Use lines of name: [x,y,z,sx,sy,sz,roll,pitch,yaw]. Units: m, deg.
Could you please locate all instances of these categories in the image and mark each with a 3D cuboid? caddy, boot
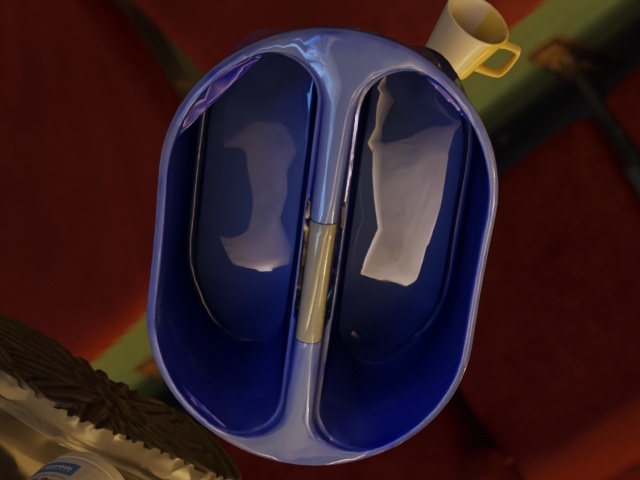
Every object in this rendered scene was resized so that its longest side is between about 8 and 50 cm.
caddy: [0.000,0.000,1.142,0.241,0.341,0.179,7,-158,0]
boot: [-0.327,0.302,1.348,0.445,0.146,0.367,-49,129,6]

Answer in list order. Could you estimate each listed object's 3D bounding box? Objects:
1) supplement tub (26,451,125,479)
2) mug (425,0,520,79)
supplement tub: [-0.171,0.184,0.962,0.071,0.071,0.107,-39,-179,27]
mug: [0.130,-0.171,1.371,0.062,0.078,0.064,-39,170,-48]
